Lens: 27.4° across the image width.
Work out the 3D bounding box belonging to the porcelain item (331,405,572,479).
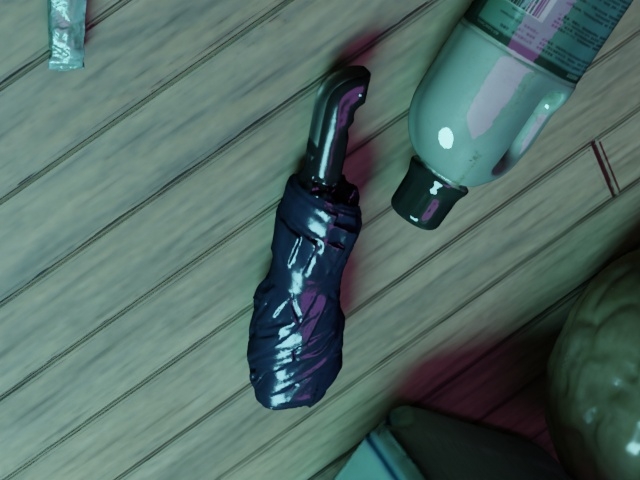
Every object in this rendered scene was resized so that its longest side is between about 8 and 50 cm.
[{"bbox_3d":[0.140,0.275,0.994,0.286,0.281,0.157,20,109,-38],"label":"porcelain item"}]

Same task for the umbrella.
[{"bbox_3d":[-0.008,-0.001,0.876,0.071,0.071,0.248,-6,118,-25],"label":"umbrella"}]

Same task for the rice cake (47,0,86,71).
[{"bbox_3d":[-0.138,-0.149,0.718,0.022,0.021,0.121,-1,124,-16],"label":"rice cake"}]

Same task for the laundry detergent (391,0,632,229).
[{"bbox_3d":[0.119,-0.105,0.855,0.099,0.070,0.226,15,113,-42],"label":"laundry detergent"}]

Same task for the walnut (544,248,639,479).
[{"bbox_3d":[0.295,0.116,0.994,0.248,0.248,0.248,-14,128,-19],"label":"walnut"}]
